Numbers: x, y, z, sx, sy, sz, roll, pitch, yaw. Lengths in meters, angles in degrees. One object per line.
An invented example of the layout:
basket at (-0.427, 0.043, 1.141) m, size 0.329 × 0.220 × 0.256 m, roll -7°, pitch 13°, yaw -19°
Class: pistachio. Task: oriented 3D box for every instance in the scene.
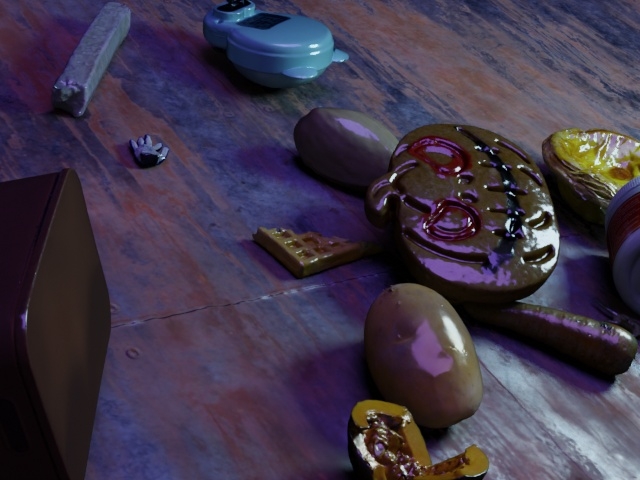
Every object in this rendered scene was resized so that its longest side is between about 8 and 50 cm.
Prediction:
pistachio at (0.059, -0.158, 2.068) m, size 0.226 × 0.136 × 0.136 m, roll 29°, pitch 34°, yaw 5°

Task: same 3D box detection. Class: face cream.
face cream at (0.585, 0.010, 1.971) m, size 0.201 × 0.201 × 0.187 m, roll 15°, pitch 33°, yaw -2°

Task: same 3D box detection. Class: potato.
potato at (0.139, 0.156, 1.630) m, size 0.150 × 0.146 × 0.234 m, roll -21°, pitch 41°, yaw -1°

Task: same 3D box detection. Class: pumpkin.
pumpkin at (0.109, 0.281, 1.448) m, size 0.183 × 0.108 × 0.119 m, roll 30°, pitch 27°, yaw 32°

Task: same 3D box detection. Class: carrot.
carrot at (0.339, 0.131, 1.810) m, size 0.298 × 0.078 × 0.078 m, roll 17°, pitch 33°, yaw 9°

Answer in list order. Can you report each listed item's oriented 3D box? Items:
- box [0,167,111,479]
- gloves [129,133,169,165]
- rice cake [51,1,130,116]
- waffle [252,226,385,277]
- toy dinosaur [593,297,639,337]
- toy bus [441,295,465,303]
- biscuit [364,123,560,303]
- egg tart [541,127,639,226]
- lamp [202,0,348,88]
box at (-0.385, 0.104, 1.329) m, size 0.229 × 0.239 × 0.339 m, roll -7°, pitch 34°, yaw 4°
gloves at (-0.288, -0.152, 1.984) m, size 0.064 × 0.026 × 0.086 m, roll 3°, pitch 31°, yaw -23°
rice cake at (-0.415, -0.338, 2.160) m, size 0.064 × 0.070 × 0.399 m, roll 15°, pitch 33°, yaw -4°
waffle at (0.000, 0.000, 1.888) m, size 0.191 × 0.032 × 0.125 m, roll -17°, pitch 43°, yaw -43°
toy dinosaur at (0.496, 0.131, 1.923) m, size 0.119 × 0.029 × 0.060 m, roll 35°, pitch 21°, yaw 35°
toy bus at (0.255, 0.064, 1.867) m, size 0.162 × 0.070 × 0.074 m, roll 4°, pitch 44°, yaw -14°
biscuit at (0.224, -0.057, 1.880) m, size 0.314 × 0.063 × 0.367 m, roll 6°, pitch 48°, yaw -12°
egg tart at (0.542, -0.107, 2.207) m, size 0.294 × 0.116 × 0.295 m, roll 10°, pitch 33°, yaw -6°
lamp at (-0.101, -0.388, 2.299) m, size 0.284 × 0.147 × 0.209 m, roll 36°, pitch 35°, yaw 14°
